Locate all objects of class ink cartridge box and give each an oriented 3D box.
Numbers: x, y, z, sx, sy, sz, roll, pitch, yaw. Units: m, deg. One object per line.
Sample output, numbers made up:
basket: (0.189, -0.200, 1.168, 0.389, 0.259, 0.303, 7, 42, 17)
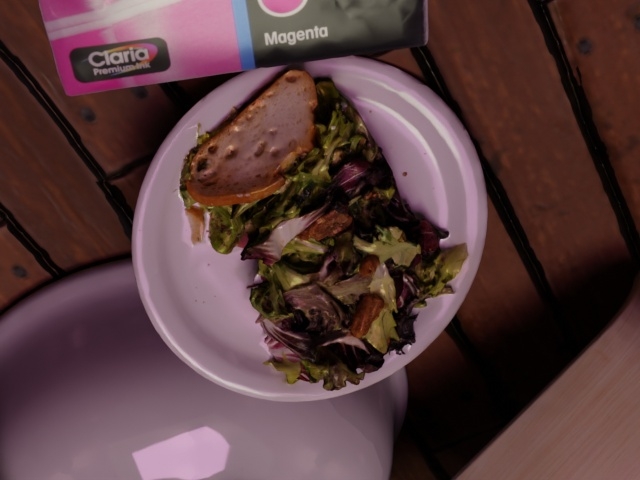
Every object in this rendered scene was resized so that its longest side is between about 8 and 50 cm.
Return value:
ink cartridge box: (-0.053, -0.227, 0.525, 0.176, 0.069, 0.370, -8, 132, -1)

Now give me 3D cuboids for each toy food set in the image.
toy food set: (0.178, 0.198, 0.859, 0.220, 0.092, 0.306, 43, 101, -2)

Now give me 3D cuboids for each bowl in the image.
bowl: (-0.080, 0.155, 0.839, 0.298, 0.134, 0.297, -5, 134, -5)

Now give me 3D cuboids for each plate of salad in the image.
plate of salad: (0.000, 0.000, 0.721, 0.200, 0.048, 0.199, -6, 110, -15)
